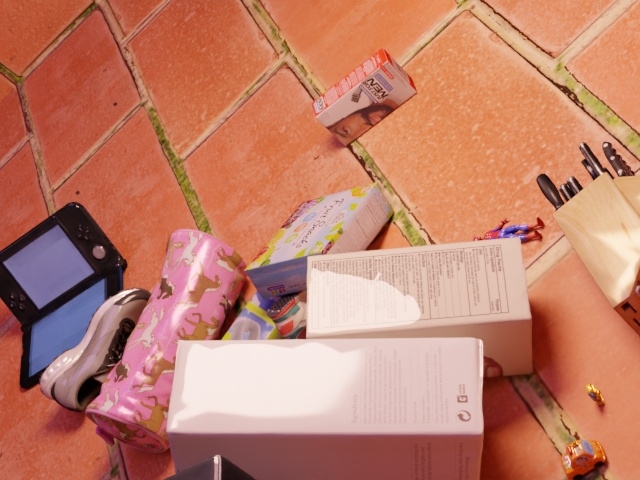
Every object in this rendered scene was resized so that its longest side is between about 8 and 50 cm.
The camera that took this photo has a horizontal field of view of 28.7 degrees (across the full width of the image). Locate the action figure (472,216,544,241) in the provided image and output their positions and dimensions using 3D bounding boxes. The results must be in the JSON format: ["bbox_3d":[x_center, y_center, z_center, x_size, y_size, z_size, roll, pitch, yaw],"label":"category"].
[{"bbox_3d":[0.275,-0.010,1.859,0.115,0.030,0.038,-16,51,41],"label":"action figure"}]

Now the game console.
[{"bbox_3d":[-0.547,0.110,2.528,0.293,0.250,0.173,-32,11,22],"label":"game console"}]

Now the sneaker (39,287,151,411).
[{"bbox_3d":[-0.400,0.207,2.348,0.108,0.100,0.271,33,79,31],"label":"sneaker"}]

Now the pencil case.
[{"bbox_3d":[-0.262,0.174,2.159,0.167,0.160,0.386,107,-175,-66],"label":"pencil case"}]

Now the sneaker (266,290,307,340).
[{"bbox_3d":[-0.014,0.107,2.043,0.161,0.075,0.057,-38,16,-35],"label":"sneaker"}]

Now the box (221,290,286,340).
[{"bbox_3d":[-0.098,0.149,2.102,0.178,0.042,0.109,-55,35,-7],"label":"box"}]

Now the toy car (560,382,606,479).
[{"bbox_3d":[0.320,0.236,1.561,0.060,0.040,0.122,-24,42,32],"label":"toy car"}]

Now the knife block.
[{"bbox_3d":[0.373,-0.007,1.696,0.242,0.088,0.276,-3,55,47],"label":"knife block"}]

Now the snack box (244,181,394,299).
[{"bbox_3d":[0.000,0.000,2.057,0.174,0.070,0.207,-13,28,41],"label":"snack box"}]

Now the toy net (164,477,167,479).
[{"bbox_3d":[-0.237,0.481,1.938,0.122,0.045,0.232,-40,37,9],"label":"toy net"}]

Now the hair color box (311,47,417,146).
[{"bbox_3d":[0.078,-0.256,2.252,0.167,0.093,0.053,-36,36,19],"label":"hair color box"}]

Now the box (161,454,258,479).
[{"bbox_3d":[-0.173,0.451,1.387,0.395,0.293,0.212,-28,41,25],"label":"box"}]

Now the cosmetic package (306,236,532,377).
[{"bbox_3d":[0.134,0.101,1.704,0.296,0.129,0.153,-5,47,7],"label":"cosmetic package"}]

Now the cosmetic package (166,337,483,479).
[{"bbox_3d":[0.011,0.243,1.593,0.385,0.217,0.156,2,48,4],"label":"cosmetic package"}]
